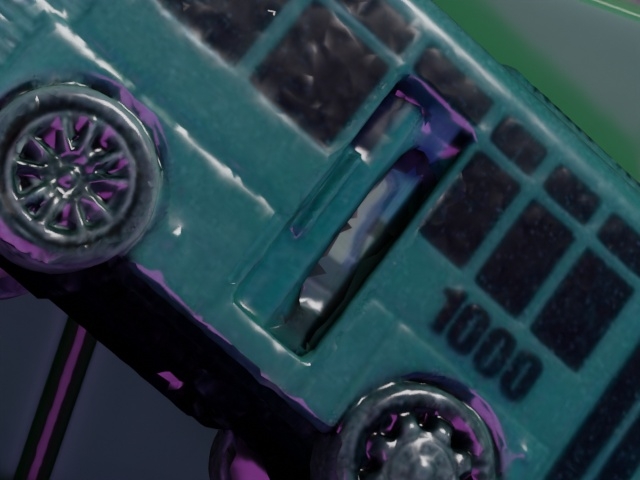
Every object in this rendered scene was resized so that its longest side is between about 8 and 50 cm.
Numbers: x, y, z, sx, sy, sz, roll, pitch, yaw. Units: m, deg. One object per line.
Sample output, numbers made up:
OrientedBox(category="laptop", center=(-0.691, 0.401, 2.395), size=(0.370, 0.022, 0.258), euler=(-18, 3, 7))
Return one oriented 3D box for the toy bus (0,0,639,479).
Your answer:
OrientedBox(category="toy bus", center=(0.000, 0.000, 0.508), size=(0.256, 0.128, 0.147), euler=(40, 74, -12))
